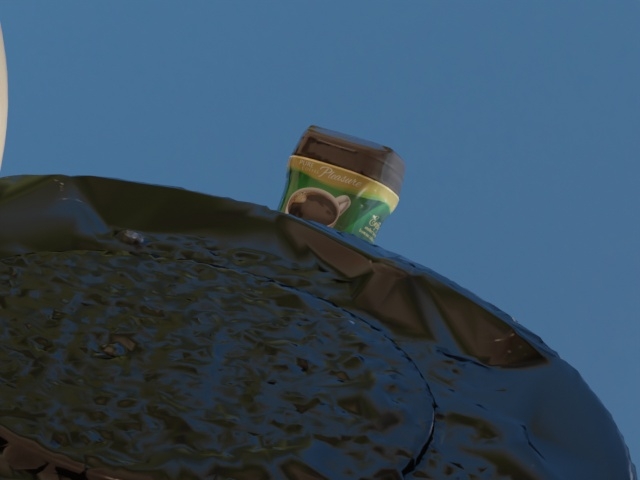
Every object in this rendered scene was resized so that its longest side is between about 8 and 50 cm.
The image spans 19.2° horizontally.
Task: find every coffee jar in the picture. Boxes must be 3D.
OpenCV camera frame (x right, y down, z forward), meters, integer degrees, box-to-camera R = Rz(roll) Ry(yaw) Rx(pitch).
[{"bbox_3d":[0.000,0.000,1.566,0.096,0.079,0.184,18,-98,23],"label":"coffee jar"}]

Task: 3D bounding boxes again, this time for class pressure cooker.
[{"bbox_3d":[-0.087,0.225,0.740,0.370,0.375,0.420,27,-64,27],"label":"pressure cooker"}]

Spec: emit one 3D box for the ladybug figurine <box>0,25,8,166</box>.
[{"bbox_3d":[-0.374,-0.106,1.337,0.305,0.162,0.449,4,-108,-11],"label":"ladybug figurine"}]
